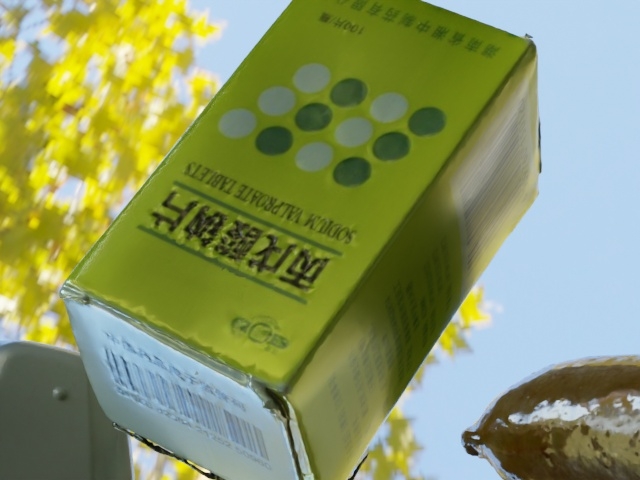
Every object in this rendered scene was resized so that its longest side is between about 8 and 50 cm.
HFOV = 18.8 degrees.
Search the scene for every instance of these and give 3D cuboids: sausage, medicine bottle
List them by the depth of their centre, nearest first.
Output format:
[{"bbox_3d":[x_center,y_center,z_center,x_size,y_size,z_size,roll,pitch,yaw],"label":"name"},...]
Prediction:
[{"bbox_3d":[0.000,0.000,0.984,0.137,0.250,0.141,25,-30,22],"label":"medicine bottle"},{"bbox_3d":[0.308,0.129,1.178,0.501,0.136,0.123,-2,-89,44],"label":"sausage"}]

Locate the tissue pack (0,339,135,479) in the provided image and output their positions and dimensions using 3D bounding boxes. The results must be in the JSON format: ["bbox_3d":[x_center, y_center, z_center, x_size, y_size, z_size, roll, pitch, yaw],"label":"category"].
[{"bbox_3d":[-0.290,0.189,1.252,0.333,0.229,0.236,3,-27,-14],"label":"tissue pack"}]
